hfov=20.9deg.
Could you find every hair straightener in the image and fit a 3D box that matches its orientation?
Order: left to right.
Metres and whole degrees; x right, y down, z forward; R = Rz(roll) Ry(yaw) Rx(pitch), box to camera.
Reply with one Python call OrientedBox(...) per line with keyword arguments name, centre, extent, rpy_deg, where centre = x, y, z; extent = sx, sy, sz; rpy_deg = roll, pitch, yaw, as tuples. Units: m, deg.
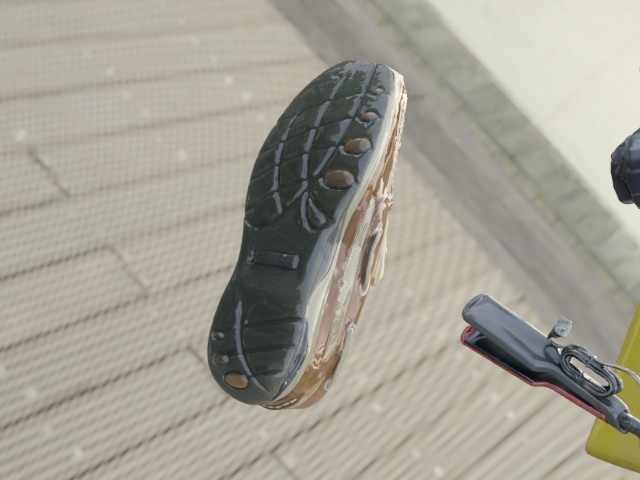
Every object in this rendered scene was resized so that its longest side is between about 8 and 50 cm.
OrientedBox(name="hair straightener", centre=(0.223, 0.117, 1.621), extent=(0.047, 0.089, 0.230), rpy_deg=(-37, 56, -24))

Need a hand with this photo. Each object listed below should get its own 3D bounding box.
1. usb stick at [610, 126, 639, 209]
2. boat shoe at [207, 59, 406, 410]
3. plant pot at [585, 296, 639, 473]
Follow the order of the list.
OrientedBox(name="usb stick", centre=(0.287, -0.065, 0.901), extent=(0.077, 0.278, 0.045), rpy_deg=(-47, 120, -54))
OrientedBox(name="boat shoe", centre=(0.000, 0.000, 1.555), extent=(0.123, 0.324, 0.120), rpy_deg=(15, -10, 36))
OrientedBox(name="plant pot", centre=(0.462, 0.191, 1.952), extent=(0.212, 0.212, 0.187), rpy_deg=(13, 10, -37))
